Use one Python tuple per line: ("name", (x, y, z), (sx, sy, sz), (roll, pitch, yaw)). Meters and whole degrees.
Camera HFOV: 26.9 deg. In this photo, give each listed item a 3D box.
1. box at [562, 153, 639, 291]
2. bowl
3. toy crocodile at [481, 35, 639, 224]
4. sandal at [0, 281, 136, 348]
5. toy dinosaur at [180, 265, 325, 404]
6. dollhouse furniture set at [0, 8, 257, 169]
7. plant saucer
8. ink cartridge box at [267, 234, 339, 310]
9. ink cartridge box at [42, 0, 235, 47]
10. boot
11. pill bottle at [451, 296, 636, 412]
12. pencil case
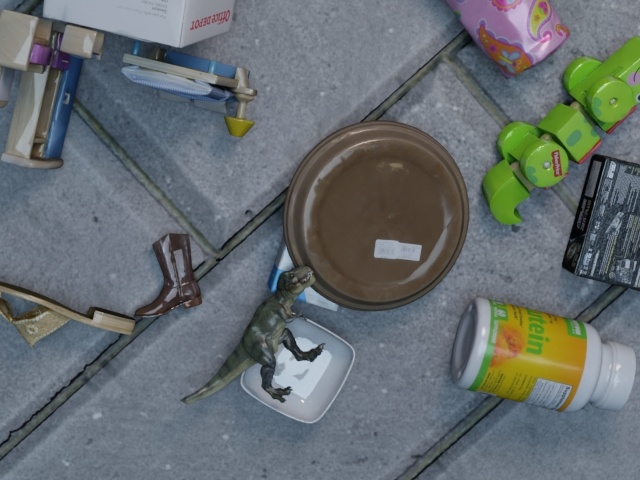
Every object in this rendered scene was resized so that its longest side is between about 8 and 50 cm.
("box", (0.455, -0.023, 1.969), (0.147, 0.077, 0.180), (13, 96, -6))
("bowl", (-0.034, 0.183, 1.967), (0.142, 0.053, 0.142), (30, 93, -8))
("toy crocodile", (0.365, -0.161, 1.928), (0.340, 0.115, 0.105), (-44, 118, 4))
("sandal", (-0.389, 0.119, 1.910), (0.240, 0.088, 0.079), (16, 90, -12))
("toy dinosaur", (-0.071, 0.158, 1.907), (0.118, 0.064, 0.268), (38, 98, -5))
("dollhouse furniture set", (-0.257, -0.167, 1.784), (0.303, 0.286, 0.198), (14, 96, 5))
("plant saucer", (0.085, -0.031, 1.898), (0.278, 0.041, 0.278), (-3, 101, -14))
("ink cartridge box", (0.000, 0.000, 1.941), (0.104, 0.060, 0.180), (17, 95, -7))
("ink cartridge box", (-0.214, -0.406, 1.718), (0.197, 0.198, 0.270), (14, 108, 11))
("boot", (-0.232, 0.049, 1.939), (0.106, 0.037, 0.114), (-16, 102, -16))
("pill bottle", (0.326, 0.174, 1.954), (0.246, 0.136, 0.136), (14, 96, -7))
("pencil case", (0.228, -0.366, 1.887), (0.124, 0.124, 0.284), (-40, 98, 1))
